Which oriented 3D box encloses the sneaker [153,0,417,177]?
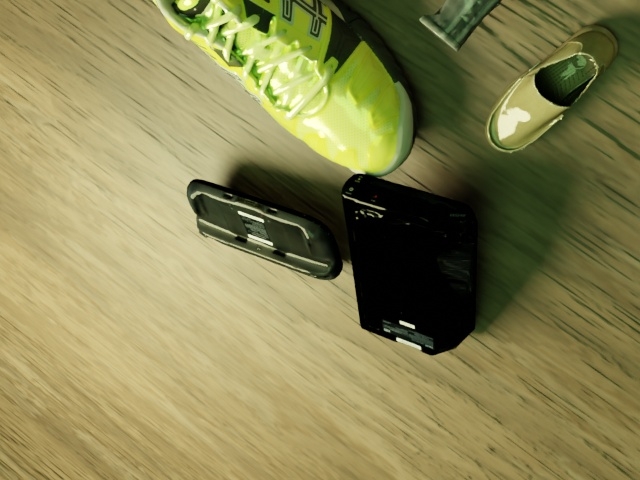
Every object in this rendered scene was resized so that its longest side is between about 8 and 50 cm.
[{"bbox_3d":[-0.066,-0.200,0.770,0.385,0.147,0.145,46,126,-1],"label":"sneaker"}]

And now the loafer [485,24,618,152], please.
[{"bbox_3d":[0.199,-0.132,0.713,0.056,0.050,0.148,43,128,4],"label":"loafer"}]

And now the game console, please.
[{"bbox_3d":[0.000,0.000,0.872,0.361,0.044,0.213,19,141,25],"label":"game console"}]

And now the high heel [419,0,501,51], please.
[{"bbox_3d":[0.093,-0.313,0.682,0.261,0.093,0.186,47,107,16],"label":"high heel"}]
